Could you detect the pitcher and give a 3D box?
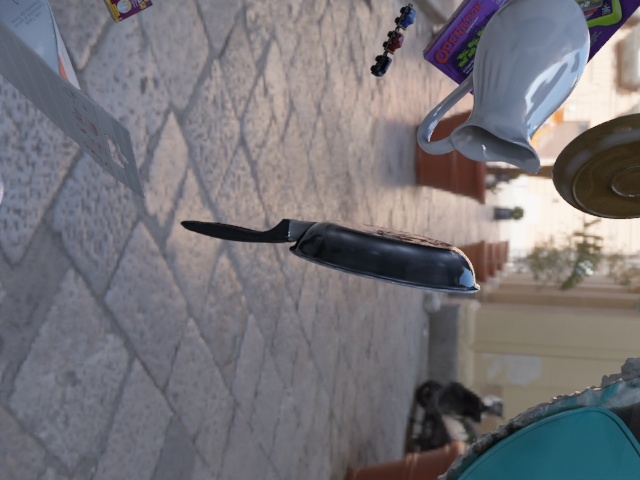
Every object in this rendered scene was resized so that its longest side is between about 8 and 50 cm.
[{"bbox_3d":[0.213,-0.188,0.946,0.125,0.177,0.207,39,69,-42],"label":"pitcher"}]

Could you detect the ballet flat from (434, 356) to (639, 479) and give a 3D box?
[{"bbox_3d":[0.294,0.189,0.747,0.147,0.408,0.147,156,-90,-86],"label":"ballet flat"}]

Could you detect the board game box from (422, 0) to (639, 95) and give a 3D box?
[{"bbox_3d":[0.343,-0.354,1.203,0.347,0.208,0.056,-49,-161,23],"label":"board game box"}]

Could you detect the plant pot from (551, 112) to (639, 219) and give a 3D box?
[{"bbox_3d":[0.464,-0.097,1.179,0.236,0.236,0.032,69,21,-53],"label":"plant pot"}]

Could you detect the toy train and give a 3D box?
[{"bbox_3d":[0.147,-0.396,1.586,0.027,0.036,0.158,23,97,-42],"label":"toy train"}]

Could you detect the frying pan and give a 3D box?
[{"bbox_3d":[0.022,0.003,0.856,0.197,0.326,0.053,6,99,-45],"label":"frying pan"}]

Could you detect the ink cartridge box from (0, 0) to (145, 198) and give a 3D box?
[{"bbox_3d":[-0.416,-0.266,1.318,0.091,0.385,0.308,-48,174,-17],"label":"ink cartridge box"}]

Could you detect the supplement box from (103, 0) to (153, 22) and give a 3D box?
[{"bbox_3d":[-0.381,-0.475,1.575,0.043,0.083,0.055,50,-13,41],"label":"supplement box"}]

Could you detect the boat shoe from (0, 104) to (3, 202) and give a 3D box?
[{"bbox_3d":[-0.403,-0.108,0.891,0.076,0.080,0.229,67,12,-54],"label":"boat shoe"}]
